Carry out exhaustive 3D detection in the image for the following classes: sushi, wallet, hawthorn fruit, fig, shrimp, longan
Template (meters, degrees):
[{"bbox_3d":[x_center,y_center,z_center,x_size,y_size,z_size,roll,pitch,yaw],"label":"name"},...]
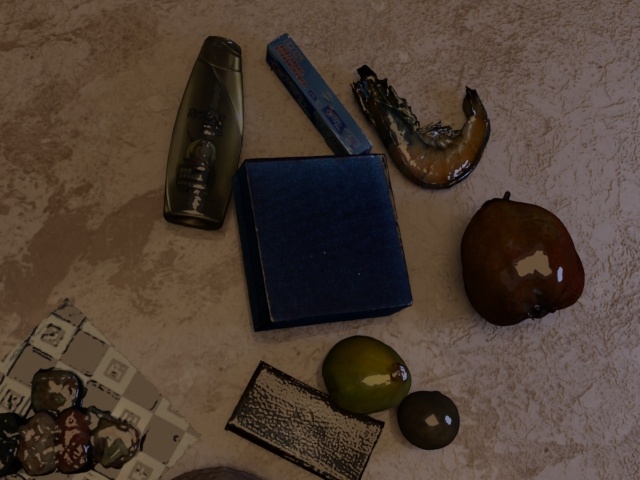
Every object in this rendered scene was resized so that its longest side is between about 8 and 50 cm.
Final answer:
[{"bbox_3d":[-0.426,0.314,1.331,0.339,0.069,0.320,44,76,6],"label":"sushi"},{"bbox_3d":[-0.025,0.316,1.388,0.243,0.039,0.133,26,68,1],"label":"wallet"},{"bbox_3d":[0.341,0.021,1.430,0.208,0.208,0.248,-7,61,-8],"label":"hawthorn fruit"},{"bbox_3d":[0.078,0.227,1.379,0.153,0.120,0.136,8,56,11],"label":"fig"},{"bbox_3d":[0.197,-0.241,1.539,0.222,0.054,0.290,-39,86,-12],"label":"shrimp"},{"bbox_3d":[0.183,0.298,1.387,0.106,0.106,0.119,17,36,-1],"label":"longan"}]

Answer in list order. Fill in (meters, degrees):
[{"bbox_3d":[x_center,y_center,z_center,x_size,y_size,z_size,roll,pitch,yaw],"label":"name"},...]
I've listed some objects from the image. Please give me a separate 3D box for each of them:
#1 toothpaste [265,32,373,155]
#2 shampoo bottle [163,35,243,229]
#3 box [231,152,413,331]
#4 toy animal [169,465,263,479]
[{"bbox_3d":[-0.005,-0.257,1.517,0.053,0.066,0.272,-34,81,-12],"label":"toothpaste"},{"bbox_3d":[-0.201,-0.197,1.475,0.126,0.084,0.350,11,74,-10],"label":"shampoo bottle"},{"bbox_3d":[0.000,0.000,1.407,0.261,0.116,0.279,-5,77,-20],"label":"box"},{"bbox_3d":[-0.168,0.467,1.258,0.358,0.188,0.226,-17,84,-10],"label":"toy animal"}]
